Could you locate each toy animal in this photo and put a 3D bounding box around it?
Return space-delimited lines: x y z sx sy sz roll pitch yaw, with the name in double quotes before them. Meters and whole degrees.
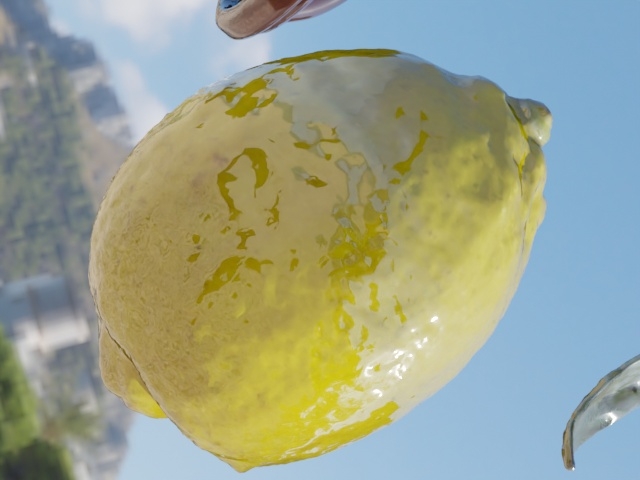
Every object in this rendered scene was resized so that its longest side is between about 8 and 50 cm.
"toy animal" 0.198 0.055 0.740 0.095 0.219 0.155 29 -26 41

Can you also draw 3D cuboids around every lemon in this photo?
"lemon" -0.007 0.003 1.191 0.316 0.285 0.285 -63 -149 13

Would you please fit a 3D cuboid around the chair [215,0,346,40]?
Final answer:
"chair" -0.089 -0.321 1.347 0.401 0.226 0.226 40 -9 -17
